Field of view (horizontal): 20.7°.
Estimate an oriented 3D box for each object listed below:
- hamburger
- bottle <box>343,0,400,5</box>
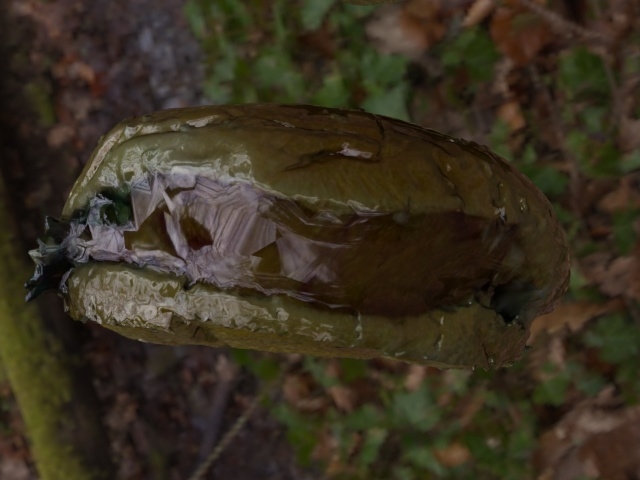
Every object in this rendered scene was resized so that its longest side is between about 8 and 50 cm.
[{"bbox_3d":[0.000,0.000,0.962,0.211,0.309,0.132,155,122,-73],"label":"hamburger"},{"bbox_3d":[0.157,-0.258,1.155,0.351,0.171,0.171,-3,103,36],"label":"bottle"}]
